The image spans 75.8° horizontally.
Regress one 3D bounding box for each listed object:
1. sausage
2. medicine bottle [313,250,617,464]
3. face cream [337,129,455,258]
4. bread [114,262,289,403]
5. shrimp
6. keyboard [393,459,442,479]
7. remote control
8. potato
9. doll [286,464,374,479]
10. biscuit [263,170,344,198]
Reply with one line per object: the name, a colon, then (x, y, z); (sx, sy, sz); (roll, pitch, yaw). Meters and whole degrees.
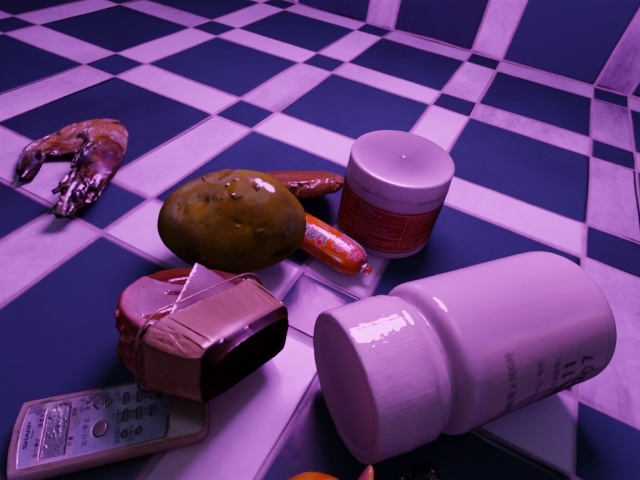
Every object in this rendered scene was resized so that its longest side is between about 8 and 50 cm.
sausage: (0.000, 0.000, 0.798); (0.234, 0.071, 0.071); (30, 48, 21)
medicine bottle: (0.194, 0.148, 0.579); (0.372, 0.210, 0.211); (-12, 48, -20)
face cream: (0.144, -0.092, 0.830); (0.201, 0.187, 0.200); (4, 44, -4)
bread: (-0.172, 0.112, 0.583); (0.212, 0.142, 0.224); (21, 23, 29)
shrimp: (-0.547, -0.164, 0.890); (0.234, 0.071, 0.364); (-7, 46, -3)
keyboard: (0.161, 0.372, 0.484); (0.061, 0.013, 0.204); (-13, 49, -21)
remote control: (-0.266, 0.237, 0.537); (0.234, 0.038, 0.098); (-7, 46, -15)
potato: (-0.153, -0.032, 0.727); (0.254, 0.186, 0.148); (6, 1, -8)
doll: (-0.071, 0.325, 0.392); (0.270, 0.166, 0.162); (-1, 44, -14)
biscuit: (-0.063, -0.119, 0.874); (0.226, 0.042, 0.226); (0, 16, 0)
